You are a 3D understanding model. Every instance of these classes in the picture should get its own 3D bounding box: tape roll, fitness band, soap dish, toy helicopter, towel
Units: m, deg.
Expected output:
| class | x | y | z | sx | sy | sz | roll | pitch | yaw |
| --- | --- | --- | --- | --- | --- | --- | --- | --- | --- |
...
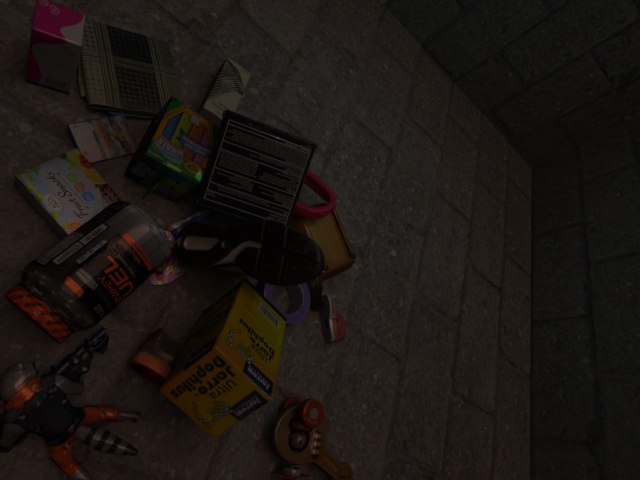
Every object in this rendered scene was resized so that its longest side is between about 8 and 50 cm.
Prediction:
| class | x | y | z | sx | sy | sz | roll | pitch | yaw |
| --- | --- | --- | --- | --- | --- | --- | --- | --- | --- |
| tape roll | -0.133 | 0.199 | 1.425 | 0.188 | 0.080 | 0.189 | 16 | 63 | -35 |
| fitness band | -0.074 | -0.185 | 1.551 | 0.290 | 0.054 | 0.208 | 41 | 44 | 23 |
| soap dish | 0.000 | 0.000 | 1.585 | 0.228 | 0.118 | 0.291 | -19 | 84 | -42 |
| toy helicopter | -0.024 | 0.676 | 1.293 | 0.355 | 0.140 | 0.235 | 50 | 52 | -16 |
| towel | -0.619 | -0.542 | 1.348 | 0.311 | 0.056 | 0.325 | -4 | 74 | -43 |

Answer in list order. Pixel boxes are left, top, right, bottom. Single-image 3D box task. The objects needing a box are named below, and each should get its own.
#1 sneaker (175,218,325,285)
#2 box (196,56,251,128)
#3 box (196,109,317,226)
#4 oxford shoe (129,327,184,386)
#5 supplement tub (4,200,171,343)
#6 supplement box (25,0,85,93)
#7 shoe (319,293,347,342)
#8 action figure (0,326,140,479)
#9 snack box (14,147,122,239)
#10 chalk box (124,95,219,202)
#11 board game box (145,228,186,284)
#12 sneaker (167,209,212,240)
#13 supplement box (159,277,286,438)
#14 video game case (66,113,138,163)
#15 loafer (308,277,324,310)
| class | x | y | z | sx | sy | sz | roll | pitch | yaw |
| --- | --- | --- | --- | --- | --- | --- | --- | --- | --- |
| sneaker | -0.173 | 0.035 | 1.234 | 0.257 | 0.446 | 0.169 | 24 | 76 | -70 |
| box | -0.356 | -0.528 | 1.516 | 0.113 | 0.094 | 0.276 | 29 | 56 | -28 |
| box | -0.204 | -0.215 | 1.325 | 0.295 | 0.183 | 0.295 | 19 | 95 | -12 |
| oxford shoe | -0.337 | 0.380 | 1.160 | 0.363 | 0.129 | 0.133 | 42 | 46 | -19 |
| supplement tub | -0.563 | 0.074 | 1.029 | 0.207 | 0.207 | 0.338 | 49 | 56 | -13 |
| supplement box | -0.725 | -0.523 | 1.129 | 0.111 | 0.220 | 0.114 | 9 | 68 | -37 |
| shoe | 0.049 | 0.290 | 1.552 | 0.081 | 0.063 | 0.178 | 1 | 78 | -40 |
| action figure | -0.561 | 0.368 | 0.953 | 0.330 | 0.178 | 0.342 | 49 | 51 | -26 |
| snack box | -0.669 | -0.119 | 1.118 | 0.207 | 0.070 | 0.174 | 53 | 49 | -9 |
| chalk box | -0.456 | -0.246 | 1.261 | 0.179 | 0.180 | 0.289 | 31 | 57 | -32 |
| board game box | -0.476 | 0.046 | 1.217 | 0.133 | 0.033 | 0.169 | -28 | 92 | -30 |
| sneaker | -0.398 | -0.036 | 1.313 | 0.152 | 0.058 | 0.085 | -31 | 88 | -38 |
| supplement box | -0.238 | 0.294 | 1.114 | 0.195 | 0.194 | 0.357 | 48 | 14 | -15 |
| video game case | -0.643 | -0.303 | 1.232 | 0.166 | 0.015 | 0.119 | -29 | 105 | -42 |
| loafer | -0.022 | 0.190 | 1.506 | 0.056 | 0.050 | 0.148 | -16 | 122 | -19 |
